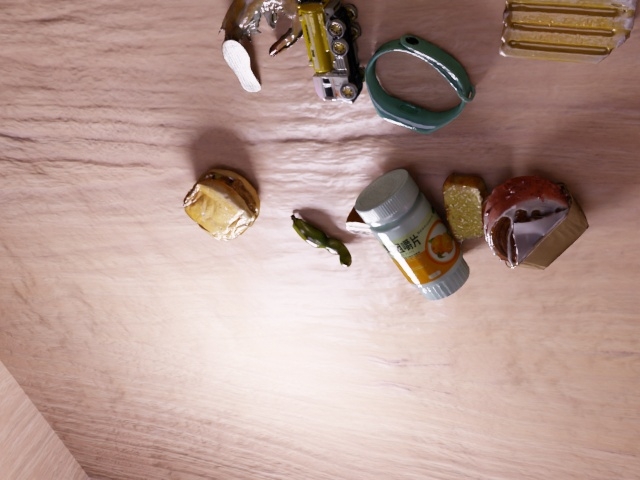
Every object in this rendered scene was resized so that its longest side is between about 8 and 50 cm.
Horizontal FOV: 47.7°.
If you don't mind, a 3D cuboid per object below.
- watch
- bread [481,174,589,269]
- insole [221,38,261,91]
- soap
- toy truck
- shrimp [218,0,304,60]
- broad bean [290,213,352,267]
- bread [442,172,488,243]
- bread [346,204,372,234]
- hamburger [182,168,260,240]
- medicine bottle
[{"bbox_3d":[0.212,-0.332,1.562,0.237,0.068,0.195,24,134,9],"label":"watch"},{"bbox_3d":[0.472,-0.045,1.643,0.211,0.142,0.224,25,125,-17],"label":"bread"},{"bbox_3d":[-0.182,-0.401,1.673,0.064,0.004,0.188,-1,154,15],"label":"insole"},{"bbox_3d":[0.461,-0.411,1.356,0.232,0.073,0.140,9,135,18],"label":"soap"},{"bbox_3d":[0.025,-0.410,1.554,0.114,0.098,0.227,4,130,24],"label":"toy truck"},{"bbox_3d":[-0.123,-0.477,1.598,0.173,0.058,0.253,26,138,-10],"label":"shrimp"},{"bbox_3d":[0.000,0.000,1.974,0.213,0.070,0.048,36,120,5],"label":"broad bean"},{"bbox_3d":[0.350,-0.078,1.728,0.103,0.065,0.187,-4,127,27],"label":"bread"},{"bbox_3d":[0.094,-0.046,1.846,0.062,0.109,0.043,-25,130,-11],"label":"bread"},{"bbox_3d":[-0.265,-0.096,1.977,0.213,0.108,0.214,13,133,15],"label":"hamburger"},{"bbox_3d":[0.233,-0.008,1.782,0.158,0.158,0.318,-19,121,37],"label":"medicine bottle"}]
